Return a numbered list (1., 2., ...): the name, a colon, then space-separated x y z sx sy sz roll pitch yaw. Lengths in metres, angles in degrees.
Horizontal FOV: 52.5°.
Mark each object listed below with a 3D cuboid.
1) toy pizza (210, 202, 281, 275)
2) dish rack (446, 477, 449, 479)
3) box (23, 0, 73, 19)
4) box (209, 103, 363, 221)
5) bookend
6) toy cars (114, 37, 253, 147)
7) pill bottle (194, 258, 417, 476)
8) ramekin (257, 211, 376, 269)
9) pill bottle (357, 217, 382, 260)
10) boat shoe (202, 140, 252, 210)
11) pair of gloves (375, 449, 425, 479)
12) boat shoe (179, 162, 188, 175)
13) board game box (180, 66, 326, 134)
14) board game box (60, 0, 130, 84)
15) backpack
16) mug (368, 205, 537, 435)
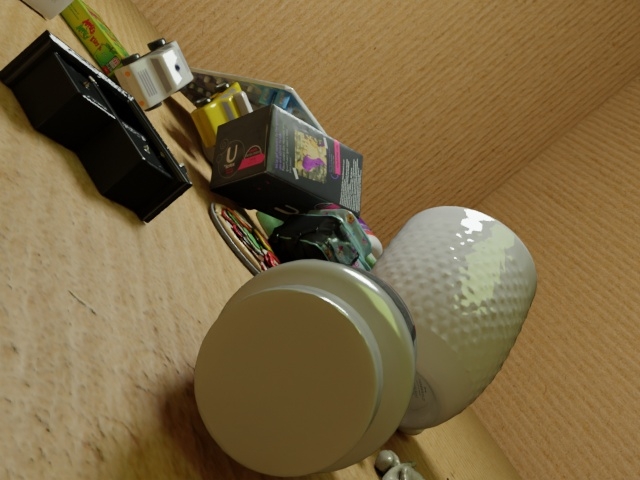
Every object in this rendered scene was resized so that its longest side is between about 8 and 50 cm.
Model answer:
1. toy pizza: -0.116 0.007 1.130 0.201 0.032 0.201 50 5 -6
2. dish rack: 0.250 0.434 0.861 0.271 0.074 0.208 62 -4 -38
3. box: -0.424 -0.467 0.978 0.119 0.182 0.181 52 5 14
4. box: -0.060 -0.134 1.284 0.270 0.165 0.143 22 65 -43
5. bookend: -0.239 -0.118 0.704 0.156 0.072 0.157 53 6 24
6. toy cars: -0.233 -0.289 1.267 0.393 0.087 0.176 20 63 -61
7. pill bottle: 0.000 0.107 0.598 0.176 0.176 0.318 51 5 9
8. ramekin: 0.000 0.000 1.560 0.303 0.148 0.303 50 5 -6
9. pill bottle: 0.023 -0.034 1.847 0.323 0.181 0.181 53 5 34
10. boat shoe: -0.182 -0.181 1.467 0.095 0.112 0.335 33 23 -47
11. pair of gloves: 0.078 0.275 0.854 0.240 0.042 0.204 54 5 25
12. boat shoe: -0.202 -0.076 0.890 0.038 0.046 0.125 50 8 -11
13. board game box: -0.182 -0.310 1.660 0.390 0.050 0.390 16 -10 23
14. board game box: -0.405 -0.366 1.213 0.181 0.043 0.092 52 5 12
15. backpack: 0.014 0.035 1.231 0.166 0.144 0.188 1 -55 48
16. mug: 0.190 0.179 1.129 0.276 0.328 0.374 16 -49 24
